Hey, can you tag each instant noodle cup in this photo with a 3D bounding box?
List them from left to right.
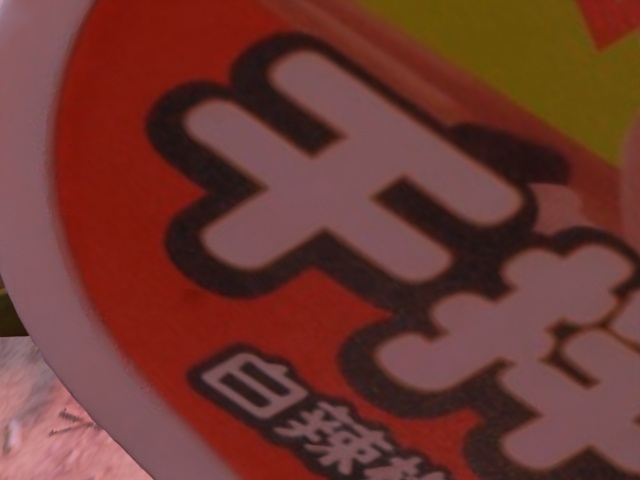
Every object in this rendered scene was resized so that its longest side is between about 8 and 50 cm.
[{"bbox_3d":[0.098,-0.075,0.477,0.294,0.294,0.308,-33,22,25],"label":"instant noodle cup"}]

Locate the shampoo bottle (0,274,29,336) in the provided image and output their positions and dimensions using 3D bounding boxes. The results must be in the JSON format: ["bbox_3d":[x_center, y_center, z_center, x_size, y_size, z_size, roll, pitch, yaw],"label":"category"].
[{"bbox_3d":[-0.106,-0.047,0.906,0.118,0.087,0.234,-29,31,32],"label":"shampoo bottle"}]
